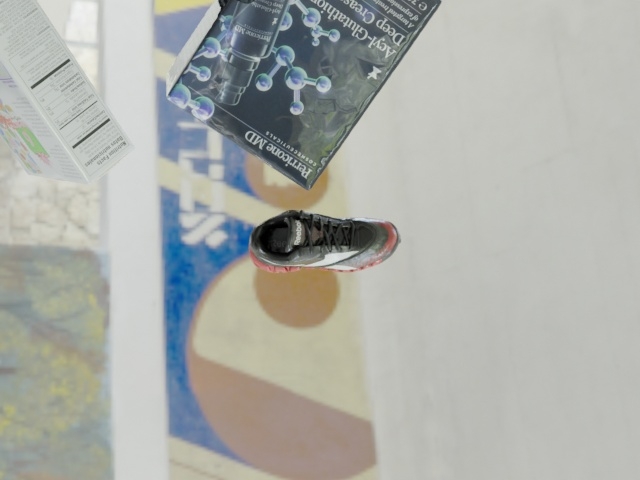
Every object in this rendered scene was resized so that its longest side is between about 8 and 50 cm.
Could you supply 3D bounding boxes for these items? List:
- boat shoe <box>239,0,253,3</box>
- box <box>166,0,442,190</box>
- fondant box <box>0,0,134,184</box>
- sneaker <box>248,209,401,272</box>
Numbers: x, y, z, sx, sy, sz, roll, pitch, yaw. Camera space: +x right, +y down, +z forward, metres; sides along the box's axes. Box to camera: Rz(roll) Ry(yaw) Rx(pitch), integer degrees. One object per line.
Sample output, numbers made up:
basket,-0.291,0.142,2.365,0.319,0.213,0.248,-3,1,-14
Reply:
boat shoe,-0.089,-0.504,1.660,0.114,0.091,0.303,-44,161,-53
box,-0.038,-0.342,1.882,0.396,0.293,0.212,-55,-163,11
fondant box,-0.440,-0.243,1.604,0.238,0.096,0.330,10,-43,54
sneaker,0.000,0.001,1.927,0.135,0.275,0.098,55,34,-73
